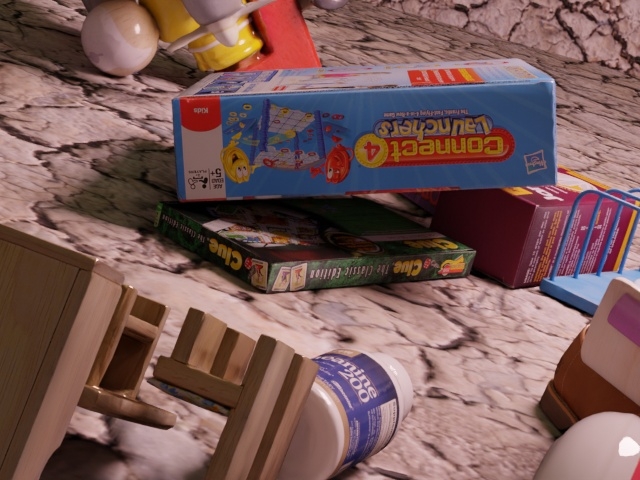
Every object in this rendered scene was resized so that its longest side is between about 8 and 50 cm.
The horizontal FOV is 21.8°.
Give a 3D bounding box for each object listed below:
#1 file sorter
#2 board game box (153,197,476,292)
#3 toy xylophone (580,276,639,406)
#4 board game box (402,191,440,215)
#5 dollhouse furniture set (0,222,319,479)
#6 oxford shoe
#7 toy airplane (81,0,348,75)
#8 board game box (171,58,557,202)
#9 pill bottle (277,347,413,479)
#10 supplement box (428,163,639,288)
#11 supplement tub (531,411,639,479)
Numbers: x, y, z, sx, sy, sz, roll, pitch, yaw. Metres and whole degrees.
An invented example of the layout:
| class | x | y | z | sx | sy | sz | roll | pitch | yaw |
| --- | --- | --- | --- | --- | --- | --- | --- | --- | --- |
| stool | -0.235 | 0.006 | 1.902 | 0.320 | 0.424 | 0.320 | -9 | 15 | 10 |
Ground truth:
| class | x | y | z | sx | sy | sz | roll | pitch | yaw |
| --- | --- | --- | --- | --- | --- | --- | --- | --- | --- |
| file sorter | 0.301 | 0.015 | 1.476 | 0.118 | 0.104 | 0.170 | 26 | 19 | 37 |
| board game box | 0.000 | 0.000 | 1.379 | 0.136 | 0.030 | 0.260 | 25 | 18 | 38 |
| toy xylophone | 0.306 | 0.079 | 1.074 | 0.236 | 0.081 | 0.323 | 35 | 27 | 18 |
| board game box | 0.134 | -0.088 | 1.788 | 0.208 | 0.056 | 0.347 | 11 | 15 | -30 |
| dollhouse furniture set | -0.144 | 0.088 | 0.808 | 0.212 | 0.161 | 0.242 | 19 | -6 | 14 |
| oxford shoe | 0.212 | 0.117 | 1.088 | 0.076 | 0.076 | 0.212 | 10 | 18 | -26 |
| toy airplane | -0.181 | -0.313 | 1.850 | 0.384 | 0.272 | 0.386 | 35 | -12 | 19 |
| board game box | 0.039 | -0.101 | 1.443 | 0.302 | 0.086 | 0.308 | -2 | 9 | 3 |
| pill bottle | 0.007 | 0.099 | 0.960 | 0.067 | 0.067 | 0.120 | 22 | 17 | 23 |
| supplement box | 0.197 | -0.017 | 1.529 | 0.104 | 0.080 | 0.188 | 27 | 19 | 35 |
| supplement tub | 0.185 | 0.189 | 0.579 | 0.272 | 0.191 | 0.191 | 20 | 16 | 15 |
